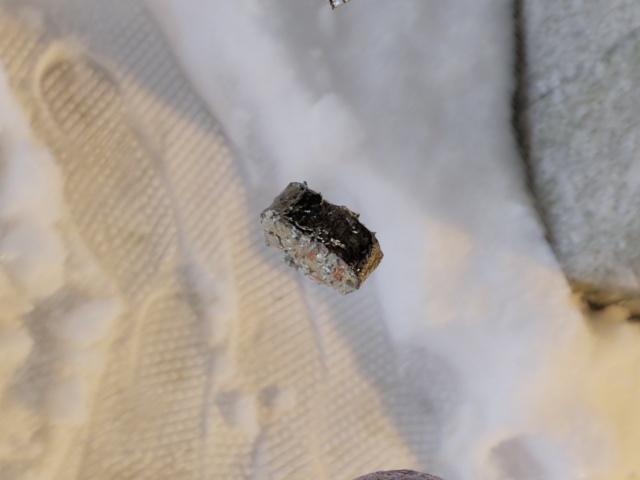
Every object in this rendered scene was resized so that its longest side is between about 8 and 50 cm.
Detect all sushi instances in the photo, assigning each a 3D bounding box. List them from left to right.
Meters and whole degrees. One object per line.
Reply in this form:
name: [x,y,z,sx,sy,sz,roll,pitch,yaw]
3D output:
sushi: [0.000,0.000,1.892,0.150,0.090,0.078,35,60,12]

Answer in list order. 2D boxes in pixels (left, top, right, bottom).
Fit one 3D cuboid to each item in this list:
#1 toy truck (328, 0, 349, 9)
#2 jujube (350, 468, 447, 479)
toy truck: [0.071,-0.361,1.985,0.080,0.115,0.178,65,30,-8]
jujube: [0.098,0.377,1.657,0.276,0.377,0.276,-5,73,17]
